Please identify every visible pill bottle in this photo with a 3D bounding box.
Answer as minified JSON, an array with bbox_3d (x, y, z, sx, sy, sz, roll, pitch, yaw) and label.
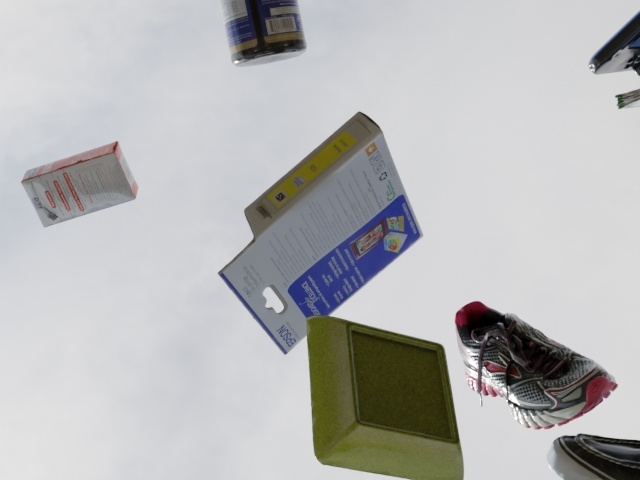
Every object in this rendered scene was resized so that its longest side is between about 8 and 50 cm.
[{"bbox_3d":[-0.100,-0.389,1.498,0.122,0.123,0.219,-12,-85,-12],"label":"pill bottle"}]

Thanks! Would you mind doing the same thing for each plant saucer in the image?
[{"bbox_3d":[0.080,0.169,1.081,0.188,0.045,0.188,15,-133,-22],"label":"plant saucer"}]

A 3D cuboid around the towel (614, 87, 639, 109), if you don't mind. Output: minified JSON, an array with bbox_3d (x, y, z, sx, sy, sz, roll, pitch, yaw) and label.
[{"bbox_3d":[0.515,-0.231,1.404,0.113,0.152,0.023,-13,-98,-50],"label":"towel"}]

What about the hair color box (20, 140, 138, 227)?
[{"bbox_3d":[-0.400,-0.093,1.610,0.167,0.093,0.053,-17,-152,5],"label":"hair color box"}]

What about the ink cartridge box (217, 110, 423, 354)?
[{"bbox_3d":[0.000,0.000,1.469,0.307,0.304,0.072,-39,-123,-6],"label":"ink cartridge box"}]

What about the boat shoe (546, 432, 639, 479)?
[{"bbox_3d":[0.413,0.258,1.079,0.306,0.105,0.113,18,-163,9],"label":"boat shoe"}]

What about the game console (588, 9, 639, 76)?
[{"bbox_3d":[0.581,-0.291,1.383,0.250,0.293,0.173,-15,-114,-46],"label":"game console"}]

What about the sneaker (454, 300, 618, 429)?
[{"bbox_3d":[0.266,0.162,1.281,0.120,0.112,0.299,-28,-163,-20],"label":"sneaker"}]
